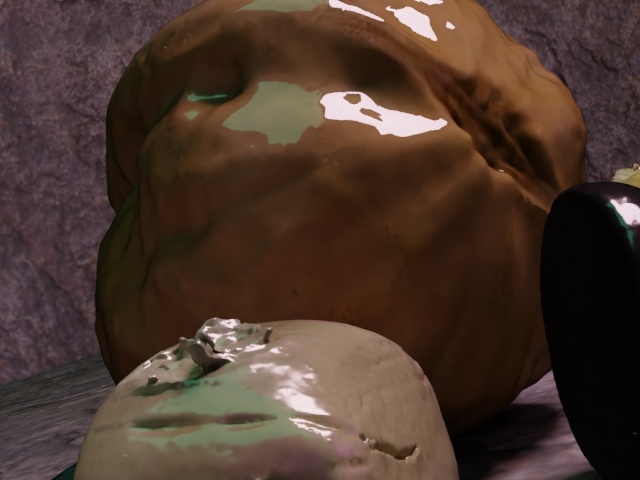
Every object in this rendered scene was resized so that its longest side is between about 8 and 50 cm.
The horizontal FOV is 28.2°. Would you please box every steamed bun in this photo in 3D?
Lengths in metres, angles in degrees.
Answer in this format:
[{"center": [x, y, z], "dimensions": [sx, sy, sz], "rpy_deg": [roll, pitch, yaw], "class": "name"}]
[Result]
[{"center": [-0.026, 0.106, 0.630], "dimensions": [0.170, 0.153, 0.238], "rpy_deg": [-16, 4, 14], "class": "steamed bun"}]

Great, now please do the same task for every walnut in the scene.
[{"center": [0.004, 0.000, 0.895], "dimensions": [0.383, 0.384, 0.383], "rpy_deg": [-17, 2, 1], "class": "walnut"}]

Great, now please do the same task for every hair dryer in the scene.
[{"center": [0.265, 0.063, 0.751], "dimensions": [0.320, 0.156, 0.284], "rpy_deg": [-5, -22, -17], "class": "hair dryer"}]

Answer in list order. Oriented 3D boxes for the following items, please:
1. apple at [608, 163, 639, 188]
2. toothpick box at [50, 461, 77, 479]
[{"center": [0.392, -0.026, 1.294], "dimensions": [0.193, 0.120, 0.265], "rpy_deg": [-4, 8, 15], "class": "apple"}, {"center": [-0.183, 0.196, 0.929], "dimensions": [0.052, 0.052, 0.083], "rpy_deg": [-17, 3, 14], "class": "toothpick box"}]
